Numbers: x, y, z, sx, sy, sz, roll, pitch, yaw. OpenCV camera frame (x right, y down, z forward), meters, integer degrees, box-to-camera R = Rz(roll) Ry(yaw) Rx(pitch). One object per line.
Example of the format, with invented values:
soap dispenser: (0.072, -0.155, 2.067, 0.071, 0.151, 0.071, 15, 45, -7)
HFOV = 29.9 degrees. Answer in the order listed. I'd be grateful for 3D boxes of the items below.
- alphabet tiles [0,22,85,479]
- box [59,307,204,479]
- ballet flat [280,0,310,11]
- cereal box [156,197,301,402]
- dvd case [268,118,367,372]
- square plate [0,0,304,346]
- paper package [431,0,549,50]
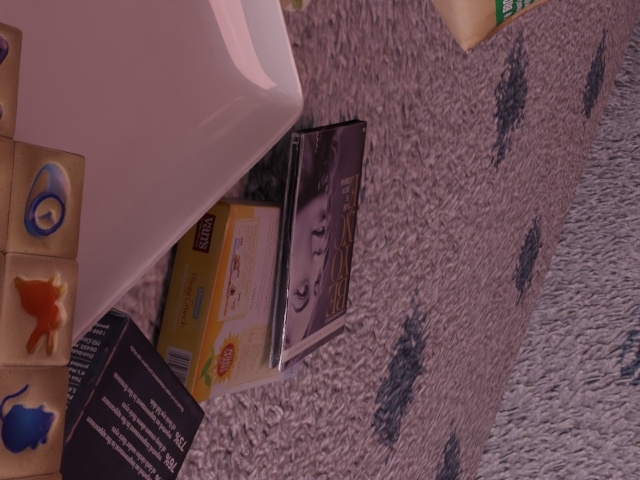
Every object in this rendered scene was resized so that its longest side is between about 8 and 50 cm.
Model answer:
alphabet tiles: (-0.205, 0.056, 0.524, 0.285, 0.011, 0.343, 9, 84, -62)
box: (-0.182, 0.158, 0.776, 0.207, 0.108, 0.153, -65, 154, -26)
ballet flat: (-0.047, -0.200, 0.942, 0.248, 0.086, 0.086, -49, 148, -33)
cereal box: (-0.066, 0.049, 1.093, 0.240, 0.047, 0.173, 3, 100, -70)
dvd case: (0.000, 0.000, 1.143, 0.164, 0.018, 0.221, -23, 122, -66)
square plate: (-0.138, -0.157, 0.695, 0.344, 0.049, 0.347, -50, 132, -48)
paper package: (0.099, -0.365, 0.888, 0.325, 0.168, 0.310, 67, -1, -58)
